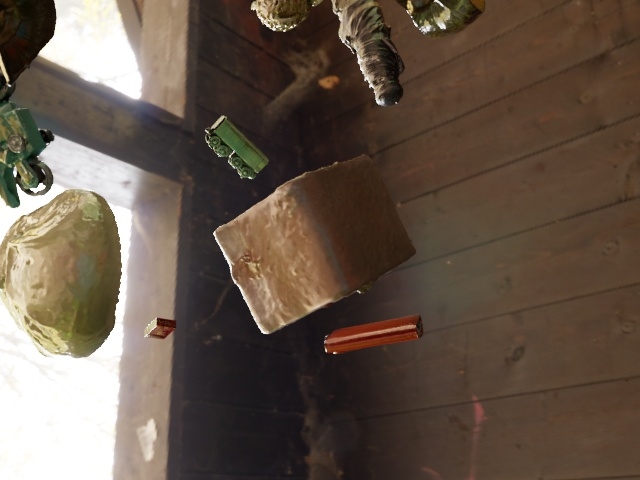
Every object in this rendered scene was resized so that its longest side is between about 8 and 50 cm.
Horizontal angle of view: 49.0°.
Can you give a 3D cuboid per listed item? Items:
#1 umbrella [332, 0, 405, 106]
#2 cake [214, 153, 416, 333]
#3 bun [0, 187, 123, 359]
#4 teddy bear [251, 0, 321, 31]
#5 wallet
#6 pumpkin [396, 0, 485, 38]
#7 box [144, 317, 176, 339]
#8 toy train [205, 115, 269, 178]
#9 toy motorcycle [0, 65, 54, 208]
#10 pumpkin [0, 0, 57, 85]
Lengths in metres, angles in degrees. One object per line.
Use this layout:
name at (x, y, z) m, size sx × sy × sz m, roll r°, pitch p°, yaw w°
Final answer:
umbrella at (0.110, -0.420, 1.529) m, size 0.113 × 0.106 × 0.357 m, roll -17°, pitch -124°, yaw 5°
cake at (0.000, 0.000, 1.301) m, size 0.237 × 0.309 × 0.230 m, roll -26°, pitch -88°, yaw 37°
bun at (-0.507, 0.070, 1.341) m, size 0.361 × 0.213 × 0.360 m, roll 9°, pitch -80°, yaw 60°
teddy bear at (-0.064, -0.659, 1.839) m, size 0.256 × 0.156 × 0.267 m, roll -40°, pitch -137°, yaw -7°
wallet at (0.120, 0.208, 1.537) m, size 0.205 × 0.142 × 0.045 m, roll -12°, pitch -89°, yaw 12°
pumpkin at (0.222, -0.545, 1.444) m, size 0.139 × 0.317 × 0.221 m, roll -15°, pitch -126°, yaw 32°
box at (-0.395, 0.217, 1.728) m, size 0.082 × 0.052 × 0.023 m, roll -40°, pitch -136°, yaw 46°
toy train at (-0.180, -0.195, 1.491) m, size 0.071 × 0.148 × 0.038 m, roll -45°, pitch -155°, yaw 4°
toy motorcycle at (-0.692, -0.215, 1.503) m, size 0.198 × 0.109 × 0.296 m, roll -23°, pitch -84°, yaw 16°
pumpkin at (-0.280, -0.201, 0.641) m, size 0.035 × 0.073 × 0.101 m, roll 8°, pitch -128°, yaw 18°
